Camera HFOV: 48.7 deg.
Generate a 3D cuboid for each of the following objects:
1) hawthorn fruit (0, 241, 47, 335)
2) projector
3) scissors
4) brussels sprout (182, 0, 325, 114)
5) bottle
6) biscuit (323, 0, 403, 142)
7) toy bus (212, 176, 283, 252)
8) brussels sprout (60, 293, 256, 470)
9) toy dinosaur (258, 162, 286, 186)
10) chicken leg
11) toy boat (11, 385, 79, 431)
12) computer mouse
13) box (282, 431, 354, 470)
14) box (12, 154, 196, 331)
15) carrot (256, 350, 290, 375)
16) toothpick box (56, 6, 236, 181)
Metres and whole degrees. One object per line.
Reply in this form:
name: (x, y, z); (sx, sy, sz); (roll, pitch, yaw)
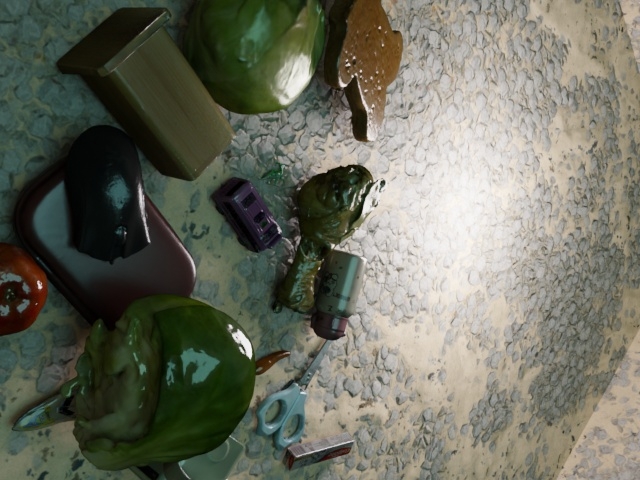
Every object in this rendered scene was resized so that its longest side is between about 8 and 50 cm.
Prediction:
hawthorn fruit: (-0.575, 0.090, 1.268); (0.189, 0.189, 0.189); (-8, 103, -40)
projector: (-0.294, 0.466, 1.530); (0.163, 0.242, 0.177); (45, 70, -34)
scissors: (-0.046, 0.375, 1.872); (0.191, 0.029, 0.360); (48, 65, -40)
brussels sprout: (-0.144, -0.429, 1.512); (0.328, 0.247, 0.328); (-31, 129, -48)
bottle: (0.044, 0.145, 1.854); (0.109, 0.110, 0.234); (19, 86, -41)
biscuit: (0.104, -0.476, 1.737); (0.394, 0.076, 0.369); (49, 54, -62)
toy bus: (-0.165, -0.055, 1.646); (0.087, 0.098, 0.178); (-48, 125, -25)
brussels sprout: (-0.293, 0.276, 1.355); (0.371, 0.276, 0.314); (-45, 143, 14)
toy dinosaur: (-0.113, -0.165, 1.724); (0.083, 0.021, 0.062); (22, 76, -45)
chicken leg: (0.000, 0.000, 1.772); (0.201, 0.152, 0.430); (25, 89, -32)
toy boat: (-0.519, 0.336, 1.430); (0.210, 0.066, 0.085); (-21, 109, -36)
computer mouse: (-0.390, -0.081, 1.319); (0.147, 0.088, 0.264); (-12, 106, -36)
box: (-0.003, 0.572, 1.922); (0.218, 0.039, 0.055); (0, 120, -41)
box: (-0.424, 0.016, 1.427); (0.263, 0.108, 0.404); (-47, 124, -25)
carrot: (-0.128, 0.306, 1.786); (0.142, 0.035, 0.035); (-24, 112, -41)
toothpick box: (-0.330, -0.285, 1.419); (0.187, 0.190, 0.308); (-52, 131, -22)
